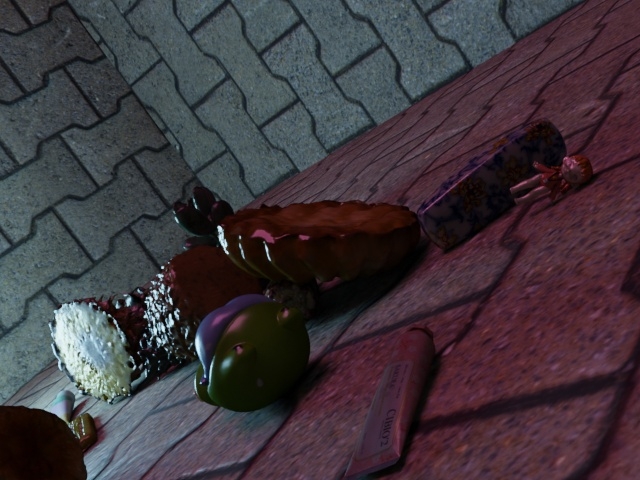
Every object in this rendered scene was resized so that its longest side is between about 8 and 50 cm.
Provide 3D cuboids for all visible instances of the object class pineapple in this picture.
[{"bbox_3d":[-0.251,0.162,1.626,0.202,0.202,0.362,-45,-5,-44],"label":"pineapple"},{"bbox_3d":[-0.418,0.201,1.910,0.262,0.262,0.271,-29,0,36],"label":"pineapple"}]

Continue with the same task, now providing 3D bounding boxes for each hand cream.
[{"bbox_3d":[0.075,0.157,0.851,0.067,0.043,0.210,-29,17,33],"label":"hand cream"},{"bbox_3d":[-0.612,0.411,2.018,0.076,0.047,0.174,-34,18,4],"label":"hand cream"}]

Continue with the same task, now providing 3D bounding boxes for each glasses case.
[{"bbox_3d":[0.252,-0.085,1.258,0.248,0.087,0.065,-36,22,-4],"label":"glasses case"}]

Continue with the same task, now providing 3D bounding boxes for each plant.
[{"bbox_3d":[-0.221,0.005,1.926,0.149,0.274,0.146,-35,15,11],"label":"plant"}]

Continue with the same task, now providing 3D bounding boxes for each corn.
[{"bbox_3d":[-0.047,0.082,1.476,0.092,0.092,0.280,-35,8,6],"label":"corn"}]

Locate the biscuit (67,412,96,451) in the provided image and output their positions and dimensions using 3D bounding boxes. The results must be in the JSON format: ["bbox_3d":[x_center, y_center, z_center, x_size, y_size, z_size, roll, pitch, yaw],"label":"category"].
[{"bbox_3d":[-0.524,0.418,1.698,0.172,0.029,0.254,-38,10,-15],"label":"biscuit"}]

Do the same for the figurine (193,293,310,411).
[{"bbox_3d":[-0.102,0.164,1.175,0.162,0.143,0.263,-32,-10,-28],"label":"figurine"}]

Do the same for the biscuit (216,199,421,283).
[{"bbox_3d":[0.000,0.000,1.375,0.325,0.107,0.326,-4,13,1],"label":"biscuit"}]

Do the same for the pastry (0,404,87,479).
[{"bbox_3d":[-0.465,0.343,1.322,0.192,0.182,0.093,10,-42,-46],"label":"pastry"}]

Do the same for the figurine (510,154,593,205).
[{"bbox_3d":[0.307,-0.080,1.139,0.109,0.064,0.047,-23,-9,14],"label":"figurine"}]
